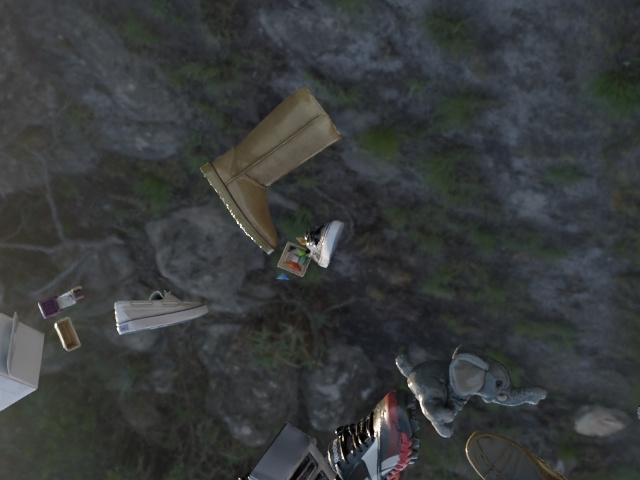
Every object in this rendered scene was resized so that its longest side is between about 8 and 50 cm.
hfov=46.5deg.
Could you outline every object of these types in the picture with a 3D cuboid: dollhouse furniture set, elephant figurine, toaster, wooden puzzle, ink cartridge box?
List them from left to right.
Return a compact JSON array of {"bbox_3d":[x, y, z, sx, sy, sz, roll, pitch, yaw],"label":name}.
[{"bbox_3d":[-0.436,0.163,0.977,0.143,0.092,0.090,-29,137,21],"label":"ink cartridge box"},{"bbox_3d":[-0.480,0.150,1.475,0.081,0.091,0.114,-21,92,41],"label":"dollhouse furniture set"},{"bbox_3d":[-0.068,0.546,1.728,0.110,0.185,0.168,11,141,42],"label":"toaster"},{"bbox_3d":[-0.060,0.043,1.796,0.079,0.116,0.014,14,172,16],"label":"wooden puzzle"},{"bbox_3d":[0.324,0.297,1.605,0.239,0.169,0.186,-34,123,8],"label":"elephant figurine"}]

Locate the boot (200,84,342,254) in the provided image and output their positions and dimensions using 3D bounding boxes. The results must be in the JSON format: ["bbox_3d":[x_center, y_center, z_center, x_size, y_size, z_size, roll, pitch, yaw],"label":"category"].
[{"bbox_3d":[-0.071,-0.139,1.478,0.236,0.269,0.089,54,-179,1],"label":"boot"}]

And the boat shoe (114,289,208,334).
[{"bbox_3d":[-0.387,0.166,1.819,0.096,0.088,0.267,-22,170,42],"label":"boat shoe"}]

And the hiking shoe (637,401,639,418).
[{"bbox_3d":[0.681,0.321,1.239,0.304,0.132,0.113,41,159,-4],"label":"hiking shoe"}]

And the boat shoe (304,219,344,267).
[{"bbox_3d":[0.000,0.000,1.666,0.076,0.080,0.228,24,167,3],"label":"boat shoe"}]

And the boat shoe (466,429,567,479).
[{"bbox_3d":[0.195,0.228,0.714,0.135,0.050,0.045,36,174,3],"label":"boat shoe"}]

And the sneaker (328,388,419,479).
[{"bbox_3d":[0.084,0.337,1.225,0.135,0.097,0.276,7,135,-3],"label":"sneaker"}]
